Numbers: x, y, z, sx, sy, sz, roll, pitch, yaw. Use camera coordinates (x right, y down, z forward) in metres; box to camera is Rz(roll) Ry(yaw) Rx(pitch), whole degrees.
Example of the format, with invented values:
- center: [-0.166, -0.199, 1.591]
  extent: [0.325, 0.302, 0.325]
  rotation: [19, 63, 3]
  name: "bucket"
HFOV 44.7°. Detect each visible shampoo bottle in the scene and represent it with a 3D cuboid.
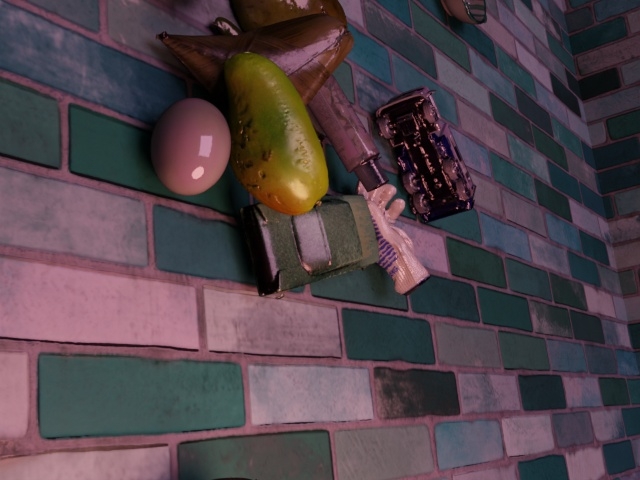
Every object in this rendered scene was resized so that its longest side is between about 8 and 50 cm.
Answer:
- center: [0.047, -0.184, 1.351]
  extent: [0.214, 0.072, 0.072]
  rotation: [59, 33, 2]
  name: "shampoo bottle"

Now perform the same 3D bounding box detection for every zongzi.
- center: [-0.088, -0.289, 1.134]
  extent: [0.242, 0.112, 0.221]
  rotation: [43, 80, -33]
  name: "zongzi"

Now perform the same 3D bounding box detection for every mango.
- center: [-0.071, -0.142, 1.061]
  extent: [0.125, 0.111, 0.233]
  rotation: [-28, 98, -18]
  name: "mango"

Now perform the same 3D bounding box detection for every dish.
- center: [0.367, -0.671, 2.074]
  extent: [0.224, 0.078, 0.246]
  rotation: [37, 48, -43]
  name: "dish"

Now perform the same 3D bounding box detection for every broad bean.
- center: [-0.078, -0.239, 1.254]
  extent: [0.297, 0.043, 0.060]
  rotation: [50, 32, -34]
  name: "broad bean"

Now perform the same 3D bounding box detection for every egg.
- center: [-0.168, -0.121, 1.009]
  extent: [0.103, 0.103, 0.135]
  rotation: [34, 51, -45]
  name: "egg"

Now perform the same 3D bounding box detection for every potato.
- center: [-0.030, -0.396, 1.333]
  extent: [0.272, 0.111, 0.160]
  rotation: [6, 74, -55]
  name: "potato"

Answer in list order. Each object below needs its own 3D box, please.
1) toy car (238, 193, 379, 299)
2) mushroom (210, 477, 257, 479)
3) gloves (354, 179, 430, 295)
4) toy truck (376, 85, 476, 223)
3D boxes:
- center: [0.000, 0.000, 1.215]
  extent: [0.321, 0.097, 0.141]
  rotation: [-11, 87, -57]
  name: "toy car"
- center: [-0.128, 0.351, 0.861]
  extent: [0.117, 0.141, 0.188]
  rotation: [20, 48, -12]
  name: "mushroom"
- center: [0.120, -0.010, 1.400]
  extent: [0.119, 0.097, 0.229]
  rotation: [-10, 79, -79]
  name: "gloves"
- center: [0.222, -0.186, 1.610]
  extent: [0.268, 0.124, 0.155]
  rotation: [64, 27, -19]
  name: "toy truck"
